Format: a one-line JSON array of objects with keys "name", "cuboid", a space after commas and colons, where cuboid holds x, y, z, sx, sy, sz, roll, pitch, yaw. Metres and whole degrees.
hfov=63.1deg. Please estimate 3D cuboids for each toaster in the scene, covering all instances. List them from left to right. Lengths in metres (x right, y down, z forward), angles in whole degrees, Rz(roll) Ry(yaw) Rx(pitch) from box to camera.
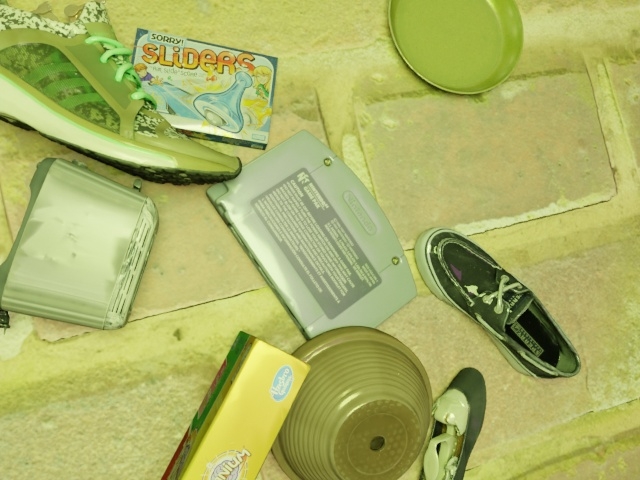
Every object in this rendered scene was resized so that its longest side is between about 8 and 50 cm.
[{"name": "toaster", "cuboid": [-0.292, 0.020, 0.641, 0.147, 0.129, 0.226, 18, 78, -13]}]

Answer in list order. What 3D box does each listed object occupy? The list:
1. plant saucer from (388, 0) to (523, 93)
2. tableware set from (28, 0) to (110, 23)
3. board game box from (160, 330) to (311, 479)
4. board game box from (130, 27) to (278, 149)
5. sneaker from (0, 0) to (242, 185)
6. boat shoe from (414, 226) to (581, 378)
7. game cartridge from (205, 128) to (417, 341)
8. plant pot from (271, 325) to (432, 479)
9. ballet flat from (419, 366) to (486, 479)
[{"name": "plant saucer", "cuboid": [0.220, -0.350, 0.862, 0.241, 0.037, 0.240, 2, 82, -13]}, {"name": "tableware set", "cuboid": [-0.340, -0.248, 0.704, 0.141, 0.020, 0.168, -12, 87, 1]}, {"name": "board game box", "cuboid": [-0.131, 0.261, 0.590, 0.064, 0.242, 0.316, 29, 76, -7]}, {"name": "board game box", "cuboid": [-0.169, -0.215, 0.749, 0.202, 0.035, 0.136, 7, 81, -12]}, {"name": "sneaker", "cuboid": [-0.274, -0.196, 0.629, 0.411, 0.158, 0.181, 24, 88, -11]}, {"name": "boat shoe", "cuboid": [0.268, 0.093, 0.780, 0.108, 0.102, 0.301, -42, 94, -15]}, {"name": "game cartridge", "cuboid": [0.000, 0.000, 0.754, 0.198, 0.062, 0.297, -35, 92, -20]}, {"name": "plant pot", "cuboid": [0.052, 0.240, 0.678, 0.238, 0.110, 0.237, -2, 99, -16]}, {"name": "ballet flat", "cuboid": [0.186, 0.279, 0.748, 0.074, 0.074, 0.203, 20, 81, -11]}]
